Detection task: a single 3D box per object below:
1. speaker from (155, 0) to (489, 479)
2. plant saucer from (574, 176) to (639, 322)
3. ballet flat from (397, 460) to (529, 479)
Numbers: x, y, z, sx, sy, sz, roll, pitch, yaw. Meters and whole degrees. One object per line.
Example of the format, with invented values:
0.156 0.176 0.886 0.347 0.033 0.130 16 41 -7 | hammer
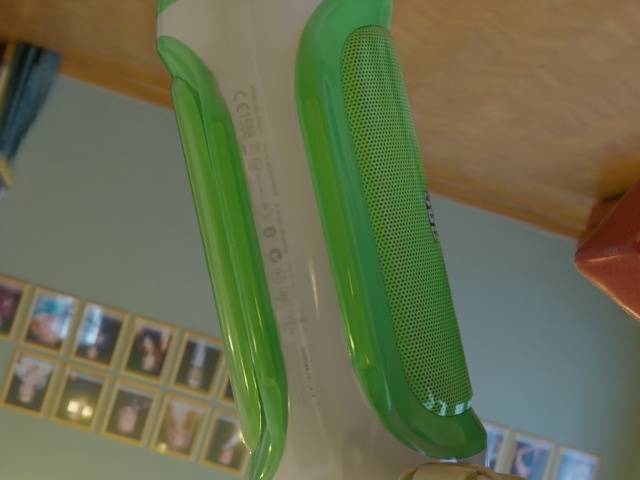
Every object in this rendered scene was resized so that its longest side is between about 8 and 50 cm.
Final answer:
0.000 0.000 0.590 0.131 0.297 0.131 -12 177 -1 | speaker
0.371 0.001 0.881 0.258 0.259 0.048 41 170 7 | plant saucer
0.039 0.128 0.436 0.086 0.086 0.248 13 -159 35 | ballet flat
